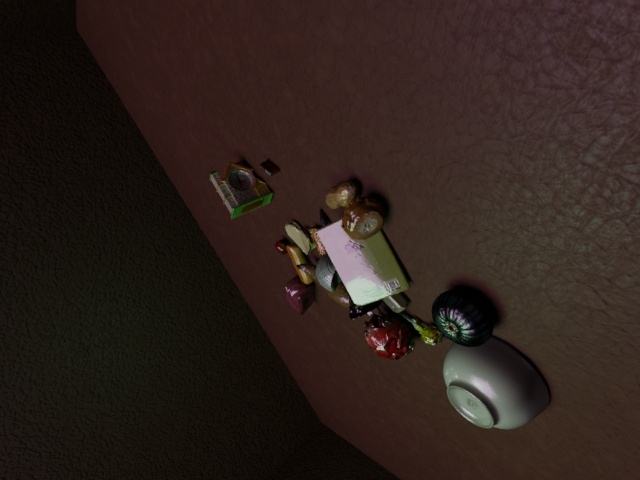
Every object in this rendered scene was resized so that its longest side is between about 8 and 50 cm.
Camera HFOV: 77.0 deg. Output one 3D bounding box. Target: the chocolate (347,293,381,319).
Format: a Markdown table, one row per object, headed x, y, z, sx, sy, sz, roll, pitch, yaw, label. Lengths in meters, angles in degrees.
| x | y | z | sx | sy | sz | roll | pitch | yaw | label |
| --- | --- | --- | --- | --- | --- | --- | --- | --- | --- |
| 0.161 | 0.236 | 1.683 | 0.133 | 0.156 | 0.156 | 62 | 154 | 5 | chocolate |

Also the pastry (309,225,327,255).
| x | y | z | sx | sy | sz | roll | pitch | yaw | label |
| --- | --- | --- | --- | --- | --- | --- | --- | --- | --- |
| 0.000 | 0.000 | 1.834 | 0.080 | 0.056 | 0.140 | 7 | 122 | 46 | pastry |

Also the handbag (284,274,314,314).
| x | y | z | sx | sy | sz | roll | pitch | yaw | label |
| --- | --- | --- | --- | --- | --- | --- | --- | --- | --- |
| -0.118 | 0.304 | 2.283 | 0.135 | 0.146 | 0.225 | 36 | 151 | 26 | handbag |

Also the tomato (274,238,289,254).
| x | y | z | sx | sy | sz | roll | pitch | yaw | label |
| --- | --- | --- | --- | --- | --- | --- | --- | --- | --- |
| -0.203 | 0.033 | 2.183 | 0.087 | 0.075 | 0.087 | 37 | 163 | 14 | tomato |

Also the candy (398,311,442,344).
| x | y | z | sx | sy | sz | roll | pitch | yaw | label |
| --- | --- | --- | --- | --- | --- | --- | --- | --- | --- |
| 0.379 | 0.335 | 1.612 | 0.262 | 0.073 | 0.077 | 32 | 171 | 49 | candy |

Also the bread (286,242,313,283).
| x | y | z | sx | sy | sz | roll | pitch | yaw | label |
| --- | --- | --- | --- | --- | --- | --- | --- | --- | --- |
| -0.101 | 0.115 | 2.110 | 0.093 | 0.074 | 0.239 | 27 | 143 | 62 | bread |

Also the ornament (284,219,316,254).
| x | y | z | sx | sy | sz | roll | pitch | yaw | label |
| --- | --- | --- | --- | --- | --- | --- | --- | --- | --- |
| -0.087 | 0.000 | 1.978 | 0.201 | 0.059 | 0.180 | 30 | 146 | 44 | ornament |

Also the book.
| x | y | z | sx | sy | sz | roll | pitch | yaw | label |
| --- | --- | --- | --- | --- | --- | --- | --- | --- | --- |
| 0.163 | 0.069 | 1.535 | 0.239 | 0.035 | 0.352 | -24 | 98 | 28 | book |

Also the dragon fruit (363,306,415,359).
| x | y | z | sx | sy | sz | roll | pitch | yaw | label |
| --- | --- | --- | --- | --- | --- | --- | --- | --- | --- |
| 0.277 | 0.390 | 1.693 | 0.274 | 0.192 | 0.193 | 32 | 125 | 36 | dragon fruit |

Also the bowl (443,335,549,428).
| x | y | z | sx | sy | sz | roll | pitch | yaw | label |
| --- | --- | --- | --- | --- | --- | --- | --- | --- | --- |
| 0.558 | 0.505 | 1.372 | 0.354 | 0.185 | 0.353 | 38 | 149 | 28 | bowl |

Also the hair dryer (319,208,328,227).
| x | y | z | sx | sy | sz | roll | pitch | yaw | label |
| --- | --- | --- | --- | --- | --- | --- | --- | --- | --- |
| 0.031 | -0.036 | 1.699 | 0.173 | 0.050 | 0.194 | -124 | 16 | -78 | hair dryer |

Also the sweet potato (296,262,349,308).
| x | y | z | sx | sy | sz | roll | pitch | yaw | label |
| --- | --- | --- | --- | --- | --- | --- | --- | --- | --- |
| 0.058 | 0.204 | 1.904 | 0.423 | 0.130 | 0.130 | 32 | 146 | 39 | sweet potato |

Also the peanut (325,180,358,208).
| x | y | z | sx | sy | sz | roll | pitch | yaw | label |
| --- | --- | --- | --- | --- | --- | --- | --- | --- | --- |
| 0.077 | -0.164 | 1.482 | 0.089 | 0.089 | 0.193 | 58 | 158 | -8 | peanut |

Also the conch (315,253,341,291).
| x | y | z | sx | sy | sz | roll | pitch | yaw | label |
| --- | --- | --- | --- | --- | --- | --- | --- | --- | --- |
| 0.042 | 0.122 | 1.763 | 0.131 | 0.172 | 0.200 | 26 | 155 | 25 | conch |

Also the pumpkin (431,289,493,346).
| x | y | z | sx | sy | sz | roll | pitch | yaw | label |
| --- | --- | --- | --- | --- | --- | --- | --- | --- | --- |
| 0.454 | 0.252 | 1.296 | 0.202 | 0.140 | 0.202 | 35 | 147 | 28 | pumpkin |

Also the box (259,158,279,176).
| x | y | z | sx | sy | sz | roll | pitch | yaw | label |
| --- | --- | --- | --- | --- | --- | --- | --- | --- | --- |
| -0.231 | -0.329 | 1.820 | 0.082 | 0.051 | 0.023 | 40 | 149 | 25 | box |

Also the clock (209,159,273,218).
| x | y | z | sx | sy | sz | roll | pitch | yaw | label |
| --- | --- | --- | --- | --- | --- | --- | --- | --- | --- |
| -0.399 | -0.270 | 1.996 | 0.255 | 0.220 | 0.106 | 57 | 154 | 11 | clock |

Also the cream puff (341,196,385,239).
| x | y | z | sx | sy | sz | roll | pitch | yaw | label |
| --- | --- | --- | --- | --- | --- | --- | --- | --- | --- |
| 0.146 | -0.083 | 1.399 | 0.150 | 0.165 | 0.115 | 47 | -163 | -42 | cream puff |

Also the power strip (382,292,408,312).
| x | y | z | sx | sy | sz | roll | pitch | yaw | label |
| --- | --- | --- | --- | --- | --- | --- | --- | --- | --- |
| 0.207 | 0.137 | 1.651 | 0.387 | 0.066 | 0.092 | 47 | 159 | 10 | power strip |

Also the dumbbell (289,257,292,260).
| x | y | z | sx | sy | sz | roll | pitch | yaw | label |
| --- | --- | --- | --- | --- | --- | --- | --- | --- | --- |
| -0.143 | 0.078 | 2.176 | 0.083 | 0.040 | 0.036 | 111 | 150 | -59 | dumbbell |
